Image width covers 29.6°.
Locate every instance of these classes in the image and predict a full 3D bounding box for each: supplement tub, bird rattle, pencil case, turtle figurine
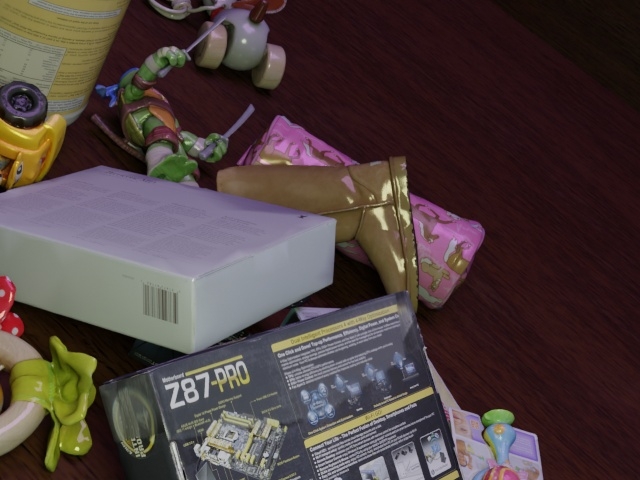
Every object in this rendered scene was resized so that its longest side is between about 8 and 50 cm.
[{"bbox_3d":[-0.402,-0.296,1.647,0.241,0.331,0.241,22,30,-14],"label":"supplement tub"},{"bbox_3d":[-0.354,0.137,1.258,0.253,0.143,0.207,36,47,15],"label":"bird rattle"},{"bbox_3d":[0.054,-0.045,1.844,0.386,0.167,0.160,28,49,-6],"label":"pencil case"},{"bbox_3d":[-0.188,-0.182,1.782,0.274,0.198,0.266,-2,50,-19],"label":"turtle figurine"}]

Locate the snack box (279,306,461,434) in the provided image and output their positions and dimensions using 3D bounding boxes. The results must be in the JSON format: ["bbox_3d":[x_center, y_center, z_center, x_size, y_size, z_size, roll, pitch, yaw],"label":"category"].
[{"bbox_3d":[0.090,0.218,1.578,0.187,0.060,0.322,5,39,-36],"label":"snack box"}]

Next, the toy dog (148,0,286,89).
[{"bbox_3d":[-0.156,-0.426,2.226,0.220,0.161,0.334,-1,42,-42],"label":"toy dog"}]

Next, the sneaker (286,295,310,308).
[{"bbox_3d":[-0.114,0.023,1.636,0.234,0.084,0.097,18,16,11],"label":"sneaker"}]

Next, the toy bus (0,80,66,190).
[{"bbox_3d":[-0.452,-0.110,1.484,0.220,0.149,0.211,27,49,-8],"label":"toy bus"}]

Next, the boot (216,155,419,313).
[{"bbox_3d":[0.000,0.000,1.720,0.269,0.236,0.089,-7,-4,6],"label":"boot"}]

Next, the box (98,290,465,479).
[{"bbox_3d":[-0.011,0.245,1.257,0.395,0.097,0.318,-15,88,-47],"label":"box"}]

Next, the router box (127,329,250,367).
[{"bbox_3d":[-0.160,0.126,1.466,0.122,0.092,0.038,29,29,-2],"label":"router box"}]

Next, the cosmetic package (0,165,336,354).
[{"bbox_3d":[-0.213,0.009,1.439,0.377,0.097,0.284,14,23,30],"label":"cosmetic package"}]

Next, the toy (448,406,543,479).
[{"bbox_3d":[0.233,0.302,1.473,0.137,0.056,0.237,20,37,-19],"label":"toy"}]
